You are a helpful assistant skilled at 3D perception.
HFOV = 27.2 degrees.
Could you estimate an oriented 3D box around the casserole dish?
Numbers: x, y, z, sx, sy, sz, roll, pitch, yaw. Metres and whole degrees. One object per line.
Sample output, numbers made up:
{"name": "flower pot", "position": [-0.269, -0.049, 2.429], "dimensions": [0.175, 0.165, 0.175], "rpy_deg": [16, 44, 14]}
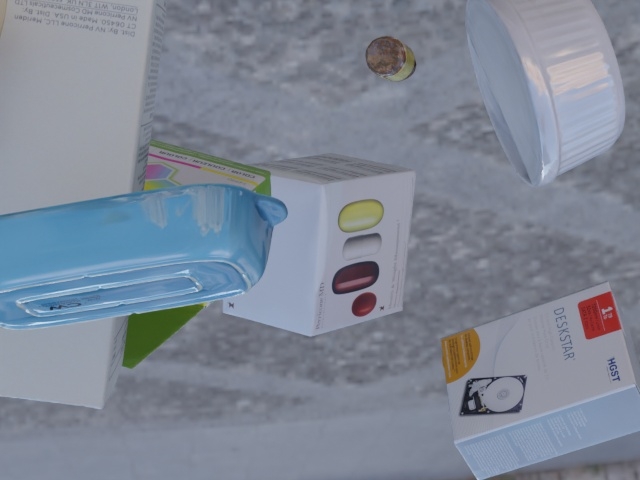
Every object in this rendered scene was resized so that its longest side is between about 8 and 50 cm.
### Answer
{"name": "casserole dish", "position": [-0.108, 0.012, 0.670], "dimensions": [0.188, 0.037, 0.114], "rpy_deg": [-8, 163, 6]}

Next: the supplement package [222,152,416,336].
{"name": "supplement package", "position": [0.000, 0.000, 1.686], "dimensions": [0.149, 0.194, 0.203], "rpy_deg": [13, -165, 36]}

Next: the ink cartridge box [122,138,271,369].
{"name": "ink cartridge box", "position": [-0.184, 0.002, 1.241], "dimensions": [0.188, 0.097, 0.255], "rpy_deg": [16, -150, 19]}

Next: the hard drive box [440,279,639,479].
{"name": "hard drive box", "position": [0.279, 0.174, 1.649], "dimensions": [0.232, 0.181, 0.089], "rpy_deg": [-21, 129, 15]}

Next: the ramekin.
{"name": "ramekin", "position": [0.293, -0.213, 1.712], "dimensions": [0.127, 0.273, 0.273], "rpy_deg": [-19, 161, -4]}

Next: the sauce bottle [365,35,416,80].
{"name": "sauce bottle", "position": [0.074, -0.181, 1.333], "dimensions": [0.042, 0.042, 0.128], "rpy_deg": [-9, -178, 10]}

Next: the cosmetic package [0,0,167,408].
{"name": "cosmetic package", "position": [-0.182, -0.052, 0.945], "dimensions": [0.113, 0.310, 0.160], "rpy_deg": [8, -175, -5]}
